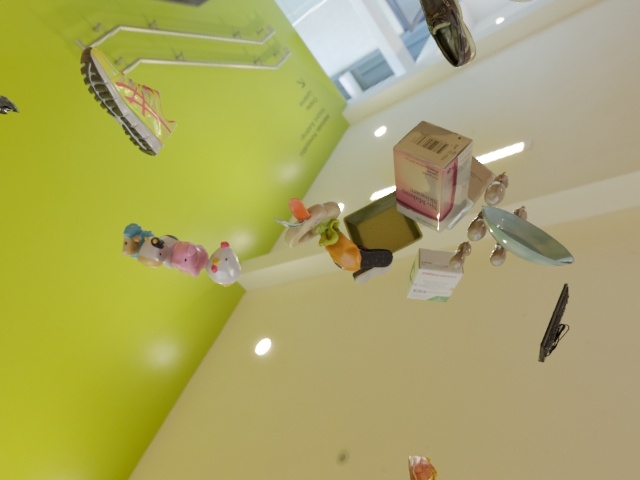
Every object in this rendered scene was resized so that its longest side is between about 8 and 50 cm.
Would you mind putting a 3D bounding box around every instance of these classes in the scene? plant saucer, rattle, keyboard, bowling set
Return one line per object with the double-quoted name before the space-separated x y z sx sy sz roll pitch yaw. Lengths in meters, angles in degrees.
"plant saucer" 0.392 -0.001 0.902 0.195 0.195 0.037 -95 -153 -61
"plant saucer" 0.178 -0.027 1.314 0.188 0.045 0.188 -28 -128 13
"rattle" 0.000 0.000 0.859 0.130 0.142 0.199 -19 173 1
"keyboard" 0.555 0.198 1.078 0.038 0.100 0.192 18 -124 34
"bowling set" 0.490 -0.013 1.245 0.154 0.200 0.287 -40 157 -53

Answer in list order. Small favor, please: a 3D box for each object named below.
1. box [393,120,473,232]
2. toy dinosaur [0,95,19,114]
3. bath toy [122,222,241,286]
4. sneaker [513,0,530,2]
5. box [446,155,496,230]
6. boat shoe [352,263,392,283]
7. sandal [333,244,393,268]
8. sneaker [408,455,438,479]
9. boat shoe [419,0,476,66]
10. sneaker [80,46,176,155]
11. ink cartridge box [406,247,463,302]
"box" 0.281 -0.158 1.175 0.148 0.232 0.127 32 -116 32
"toy dinosaur" -0.515 -0.269 0.577 0.164 0.218 0.322 -4 -169 1
"bath toy" -0.395 0.037 1.338 0.348 0.129 0.151 13 -150 14
"sneaker" 0.170 -0.385 0.450 0.147 0.295 0.104 -37 -171 -36
"box" 0.432 -0.166 1.462 0.311 0.148 0.121 -38 167 -52
"boat shoe" 0.156 0.089 1.394 0.125 0.046 0.038 -28 -136 -7
"sandal" 0.105 0.042 1.217 0.040 0.179 0.067 -131 -130 -57
"sneaker" 0.236 0.536 1.062 0.067 0.064 0.175 -4 180 9
"boat shoe" 0.301 -0.526 1.126 0.080 0.223 0.073 -19 -162 48
"sneaker" -0.345 -0.262 0.848 0.081 0.208 0.094 17 -123 42
"ink cartridge box" 0.402 0.127 1.652 0.154 0.212 0.093 7 -123 1
